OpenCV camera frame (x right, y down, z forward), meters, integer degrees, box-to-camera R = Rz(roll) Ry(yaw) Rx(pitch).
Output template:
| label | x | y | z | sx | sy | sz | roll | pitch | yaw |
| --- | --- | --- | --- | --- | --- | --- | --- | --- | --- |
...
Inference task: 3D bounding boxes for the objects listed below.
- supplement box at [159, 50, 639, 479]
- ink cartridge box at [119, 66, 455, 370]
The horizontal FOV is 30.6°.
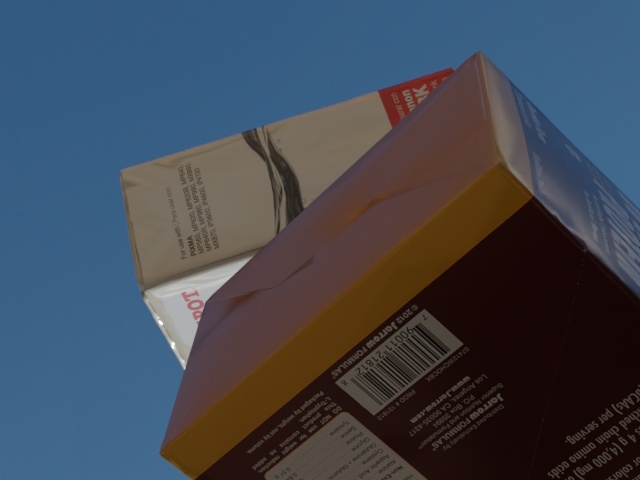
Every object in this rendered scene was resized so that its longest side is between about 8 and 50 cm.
| label | x | y | z | sx | sy | sz | roll | pitch | yaw |
| --- | --- | --- | --- | --- | --- | --- | --- | --- | --- |
| supplement box | 0.072 | 0.062 | 0.526 | 0.194 | 0.129 | 0.191 | 42 | -68 | -16 |
| ink cartridge box | 0.000 | 0.000 | 0.932 | 0.273 | 0.197 | 0.114 | -18 | -122 | -1 |
